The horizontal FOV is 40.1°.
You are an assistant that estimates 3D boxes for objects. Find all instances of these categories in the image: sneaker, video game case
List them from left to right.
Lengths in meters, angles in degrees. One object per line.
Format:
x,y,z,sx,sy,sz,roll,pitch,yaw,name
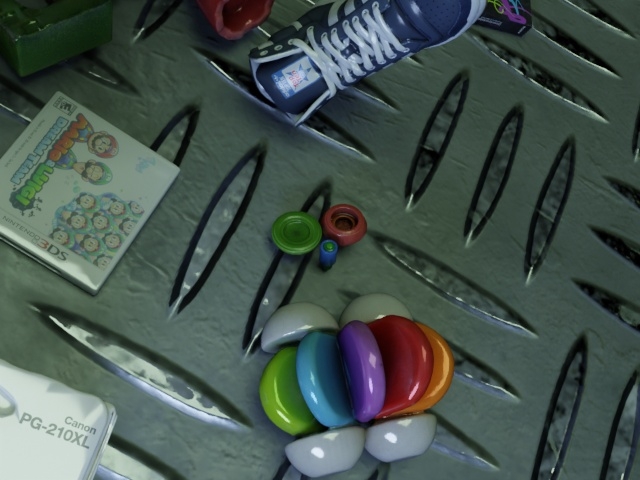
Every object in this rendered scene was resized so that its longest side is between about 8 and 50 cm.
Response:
-0.233,-0.048,0.833,0.143,0.019,0.157,32,60,-6,video game case
0.032,-0.195,0.866,0.153,0.282,0.099,-43,110,-23,sneaker

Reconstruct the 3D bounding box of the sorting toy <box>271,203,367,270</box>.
0.000,0.000,0.899,0.101,0.042,0.061,-13,58,-13,sorting toy

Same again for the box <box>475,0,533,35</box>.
0.193,-0.332,1.118,0.162,0.029,0.116,10,66,-16,box

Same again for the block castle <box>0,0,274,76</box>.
-0.222,-0.255,0.753,0.453,0.303,0.213,-31,67,-30,block castle

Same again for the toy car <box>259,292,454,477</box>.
0.038,0.123,0.801,0.181,0.136,0.159,-5,71,-23,toy car

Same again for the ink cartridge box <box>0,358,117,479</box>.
-0.253,0.153,0.614,0.171,0.237,0.100,24,62,-11,ink cartridge box
